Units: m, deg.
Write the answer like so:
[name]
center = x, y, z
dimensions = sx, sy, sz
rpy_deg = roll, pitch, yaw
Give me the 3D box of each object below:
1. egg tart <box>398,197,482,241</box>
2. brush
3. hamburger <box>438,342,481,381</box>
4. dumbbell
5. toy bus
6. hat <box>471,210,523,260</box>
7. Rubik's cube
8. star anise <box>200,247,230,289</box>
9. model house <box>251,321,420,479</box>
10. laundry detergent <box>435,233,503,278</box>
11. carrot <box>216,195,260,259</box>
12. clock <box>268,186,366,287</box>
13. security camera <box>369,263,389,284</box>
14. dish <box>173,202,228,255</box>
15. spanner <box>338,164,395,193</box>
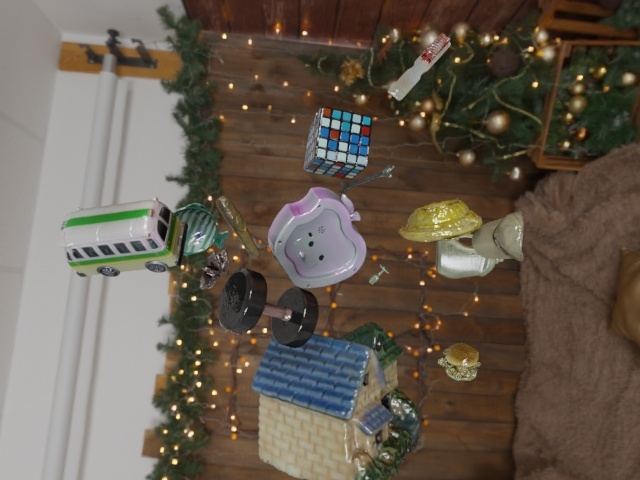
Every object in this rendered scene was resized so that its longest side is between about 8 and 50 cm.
[egg tart]
center = 0.407, -0.072, 1.617
dimensions = 0.290, 0.289, 0.116
rpy_deg = -105, 4, -83
[brush]
center = 0.368, -0.641, 1.715
dimensions = 0.321, 0.060, 0.050
rpy_deg = -49, -7, -12
[hamburger]
center = 0.612, 0.532, 2.077
dimensions = 0.159, 0.184, 0.131
rpy_deg = -91, -7, -56
[dumbbell]
center = -0.127, 0.171, 1.166
dimensions = 0.152, 0.218, 0.153
rpy_deg = -32, 46, 41
[toy bus]
center = -0.532, -0.007, 1.242
dimensions = 0.179, 0.304, 0.143
rpy_deg = 69, -162, -57
[hat]
center = 0.580, -0.015, 1.544
dimensions = 0.144, 0.173, 0.167
rpy_deg = 32, -123, -60
[Rubik's cube]
center = 0.056, -0.324, 1.597
dimensions = 0.187, 0.181, 0.184
rpy_deg = 148, 130, -74
[star anise]
center = -0.445, 0.128, 2.013
dimensions = 0.209, 0.089, 0.231
rpy_deg = -60, -13, 19
[model house]
center = 0.079, 0.424, 1.384
dimensions = 0.445, 0.394, 0.401
rpy_deg = -9, -83, -53
[laundry detergent]
center = 0.587, 0.062, 1.846
dimensions = 0.091, 0.253, 0.181
rpy_deg = -22, -67, -82
[carrot]
center = -0.337, -0.042, 1.993
dimensions = 0.070, 0.070, 0.343
rpy_deg = -89, -25, -58
[clock]
center = 0.000, 0.000, 1.570
dimensions = 0.102, 0.337, 0.339
rpy_deg = -121, 33, -58
[security camera]
center = 0.239, 0.146, 1.958
dimensions = 0.092, 0.058, 0.058
rpy_deg = -44, 14, 13
[dish]
center = -0.474, -0.047, 1.751
dimensions = 0.224, 0.245, 0.078
rpy_deg = -61, 31, 19
[spanner]
center = 0.173, -0.233, 1.797
dimensions = 0.015, 0.254, 0.054
rpy_deg = 31, -127, -44
